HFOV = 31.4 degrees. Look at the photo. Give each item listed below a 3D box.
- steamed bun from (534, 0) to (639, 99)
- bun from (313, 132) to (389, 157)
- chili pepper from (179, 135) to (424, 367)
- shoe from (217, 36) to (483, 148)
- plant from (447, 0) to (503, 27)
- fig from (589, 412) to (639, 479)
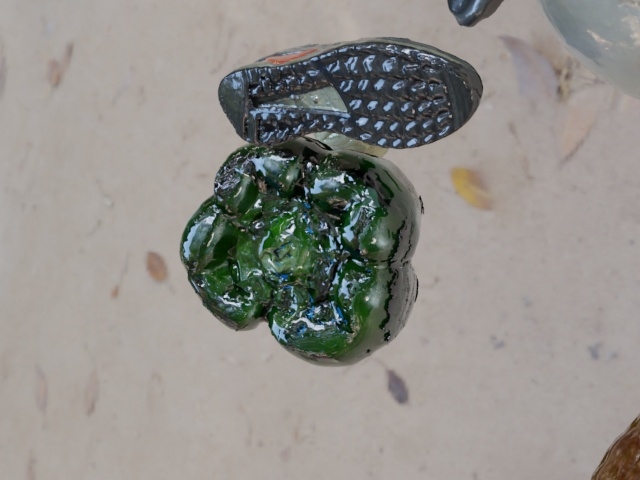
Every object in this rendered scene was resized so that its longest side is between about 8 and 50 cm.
[{"bbox_3d":[0.267,-0.235,0.883,0.177,0.283,0.282,-15,72,60],"label":"steamed bun"},{"bbox_3d":[0.030,-0.135,1.363,0.069,0.115,0.115,-45,45,10],"label":"bun"},{"bbox_3d":[0.000,0.000,1.213,0.249,0.257,0.233,32,104,6],"label":"chili pepper"},{"bbox_3d":[0.025,-0.108,0.769,0.194,0.077,0.074,0,119,34],"label":"shoe"},{"bbox_3d":[0.152,-0.360,1.065,0.276,0.188,0.199,-63,7,-25],"label":"plant"},{"bbox_3d":[0.172,0.126,0.390,0.146,0.201,0.133,-47,46,9],"label":"fig"}]
